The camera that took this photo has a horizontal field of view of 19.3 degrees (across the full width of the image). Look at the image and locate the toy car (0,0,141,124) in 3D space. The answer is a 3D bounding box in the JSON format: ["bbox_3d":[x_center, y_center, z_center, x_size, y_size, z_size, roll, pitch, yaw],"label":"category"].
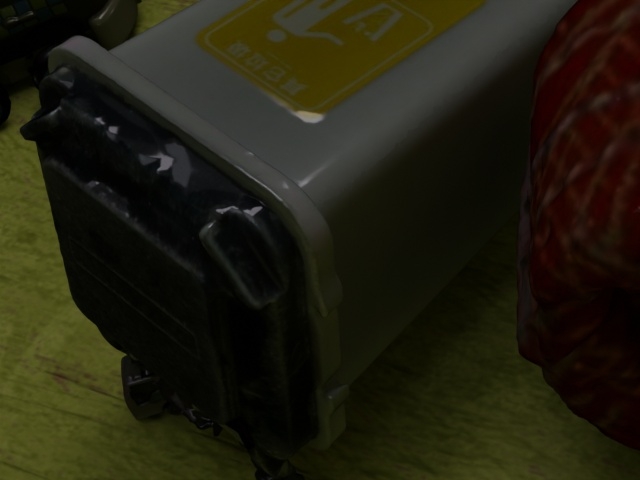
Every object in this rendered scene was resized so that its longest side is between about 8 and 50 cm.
[{"bbox_3d":[-0.304,-0.235,1.652,0.248,0.198,0.204,-23,48,4],"label":"toy car"}]

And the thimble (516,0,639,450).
[{"bbox_3d":[0.290,-0.011,1.142,0.350,0.350,0.231,-6,52,17],"label":"thimble"}]

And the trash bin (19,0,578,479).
[{"bbox_3d":[0.010,-0.052,1.290,0.256,0.296,0.367,34,59,30],"label":"trash bin"}]

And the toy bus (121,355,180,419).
[{"bbox_3d":[-0.085,0.093,1.388,0.130,0.052,0.037,-17,49,7],"label":"toy bus"}]
